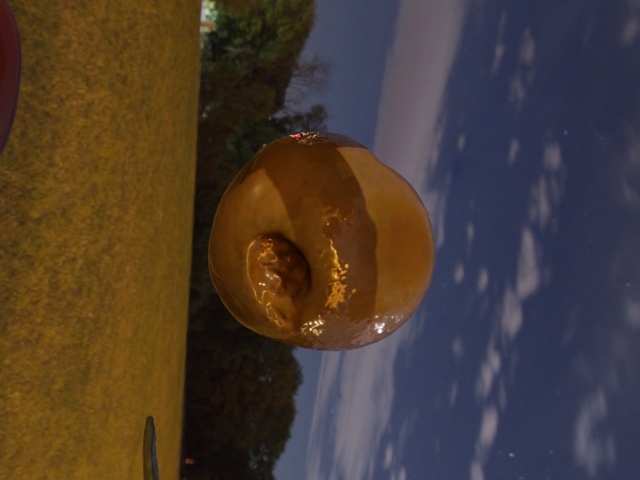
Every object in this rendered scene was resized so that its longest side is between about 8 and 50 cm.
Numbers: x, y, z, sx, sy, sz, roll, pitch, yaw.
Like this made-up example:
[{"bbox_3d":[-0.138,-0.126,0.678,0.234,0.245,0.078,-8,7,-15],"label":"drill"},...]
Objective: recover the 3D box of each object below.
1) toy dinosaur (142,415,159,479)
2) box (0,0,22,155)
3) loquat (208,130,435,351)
[{"bbox_3d":[-0.036,0.292,0.352,0.393,0.092,0.205,59,-8,2],"label":"toy dinosaur"},{"bbox_3d":[-0.451,-0.137,0.507,0.403,0.108,0.263,-14,131,-53],"label":"box"},{"bbox_3d":[0.005,0.000,0.587,0.213,0.212,0.213,-174,-90,-84],"label":"loquat"}]
